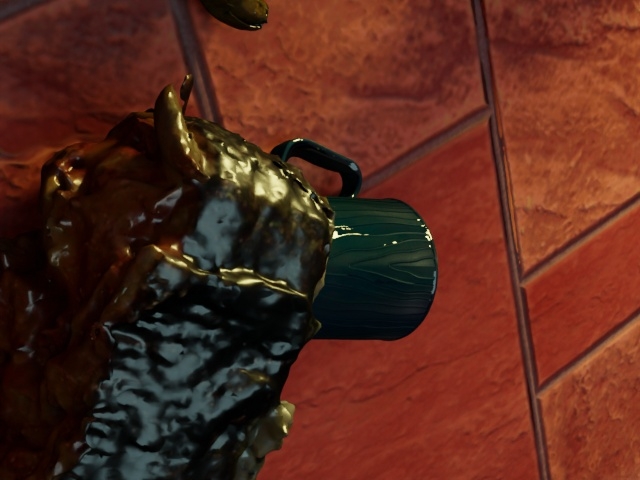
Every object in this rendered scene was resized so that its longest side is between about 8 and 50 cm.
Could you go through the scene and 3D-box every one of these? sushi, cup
[{"bbox_3d":[-0.116,0.063,0.784,0.182,0.196,0.343,13,99,-50],"label":"sushi"},{"bbox_3d":[-0.005,0.008,0.932,0.138,0.150,0.113,3,139,-40],"label":"cup"}]

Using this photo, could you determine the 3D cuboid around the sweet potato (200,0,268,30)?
[{"bbox_3d":[-0.116,-0.196,0.774,0.233,0.062,0.081,6,118,-45],"label":"sweet potato"}]
